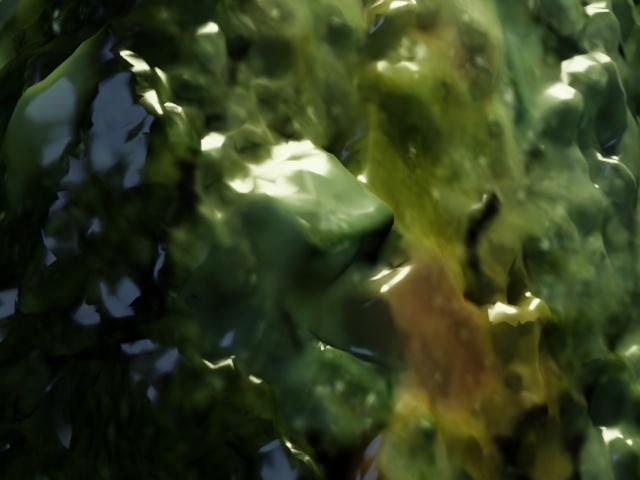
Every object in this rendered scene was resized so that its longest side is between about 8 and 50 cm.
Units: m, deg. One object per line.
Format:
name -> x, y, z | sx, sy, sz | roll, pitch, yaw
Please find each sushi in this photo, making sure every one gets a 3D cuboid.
sushi -> 0.000, 0.000, 0.698 | 0.178, 0.294, 0.352 | -24, 41, 45
